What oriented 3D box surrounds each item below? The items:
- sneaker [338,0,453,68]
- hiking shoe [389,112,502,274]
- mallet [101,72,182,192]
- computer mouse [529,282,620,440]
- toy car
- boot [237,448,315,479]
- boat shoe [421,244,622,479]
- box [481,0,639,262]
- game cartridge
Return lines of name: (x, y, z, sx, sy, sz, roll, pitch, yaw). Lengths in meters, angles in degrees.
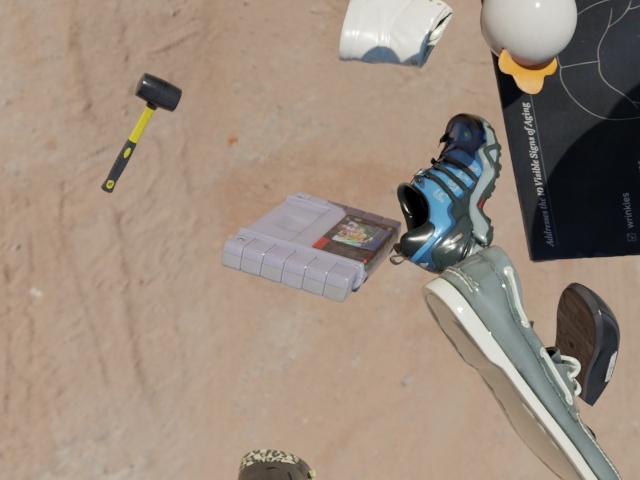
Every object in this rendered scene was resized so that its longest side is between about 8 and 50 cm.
sneaker: (0.141, -0.403, 1.664, 0.108, 0.169, 0.292, 87, 16, -62)
hiking shoe: (0.181, -0.082, 1.442, 0.113, 0.132, 0.304, 122, -18, -49)
mallet: (-0.271, -0.152, 1.414, 0.062, 0.039, 0.189, 32, 108, -23)
computer mouse: (0.347, 0.146, 1.378, 0.060, 0.184, 0.262, -13, 123, -15)
toy car: (0.266, -0.296, 1.196, 0.210, 0.219, 0.237, -7, 102, -37)
boot: (-0.005, 0.329, 1.201, 0.178, 0.236, 0.085, -73, 175, -74)
boat shoe: (0.236, 0.147, 1.053, 0.099, 0.116, 0.319, -39, 98, -13)
box: (0.545, -0.244, 1.567, 0.297, 0.472, 0.479, -49, 129, -57)
game cartridge: (0.000, 0.000, 1.768, 0.355, 0.230, 0.068, -42, 142, -65)
